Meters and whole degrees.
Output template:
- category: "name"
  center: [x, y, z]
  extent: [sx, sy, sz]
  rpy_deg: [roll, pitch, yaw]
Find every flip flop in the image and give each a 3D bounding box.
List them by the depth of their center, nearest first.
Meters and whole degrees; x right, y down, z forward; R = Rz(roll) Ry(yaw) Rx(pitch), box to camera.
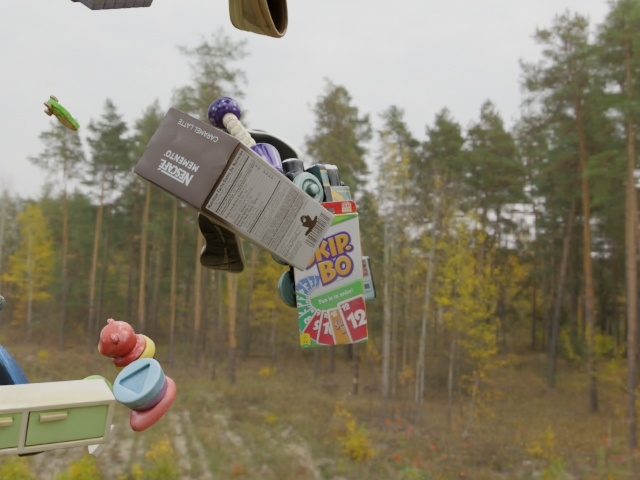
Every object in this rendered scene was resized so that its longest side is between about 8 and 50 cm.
- category: "flip flop"
  center: [-0.229, -0.009, 1.723]
  extent: [0.112, 0.080, 0.277]
  rpy_deg: [9, -36, 6]

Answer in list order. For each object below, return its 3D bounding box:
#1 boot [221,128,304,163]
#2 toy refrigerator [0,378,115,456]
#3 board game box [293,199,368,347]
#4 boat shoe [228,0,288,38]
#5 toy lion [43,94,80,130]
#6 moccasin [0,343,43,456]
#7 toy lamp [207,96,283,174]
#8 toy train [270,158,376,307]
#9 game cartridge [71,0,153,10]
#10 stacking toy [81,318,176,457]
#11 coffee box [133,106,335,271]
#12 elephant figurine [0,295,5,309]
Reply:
- category: "boot"
  center: [-0.126, -0.249, 1.981]
  extent: [0.244, 0.088, 0.176]
  rpy_deg: [23, 15, 21]
- category: "toy refrigerator"
  center: [-0.535, 0.335, 1.389]
  extent: [0.270, 0.102, 0.094]
  rpy_deg: [4, 18, -35]
- category: "board game box"
  center: [0.014, 0.060, 1.333]
  extent: [0.124, 0.259, 0.039]
  rpy_deg: [-5, 2, -3]
- category: "boat shoe"
  center: [-0.104, -0.527, 1.323]
  extent: [0.110, 0.121, 0.341]
  rpy_deg: [24, -37, 20]
- category: "toy lion"
  center: [-0.656, -0.318, 1.878]
  extent: [0.096, 0.034, 0.100]
  rpy_deg: [38, -18, -10]
- category: "moccasin"
  center: [-0.823, 0.439, 1.956]
  extent: [0.117, 0.341, 0.138]
  rpy_deg: [-23, 16, -12]
- category: "toy lamp"
  center: [-0.142, -0.183, 1.394]
  extent: [0.080, 0.080, 0.274]
  rpy_deg: [6, 29, -32]
- category: "toy train"
  center: [0.000, 0.000, 1.468]
  extent: [0.142, 0.333, 0.190]
  rpy_deg: [-19, -10, 42]
- category: "game cartridge"
  center: [-0.633, -0.695, 1.891]
  extent: [0.355, 0.068, 0.230]
  rpy_deg: [35, 35, 14]
- category: "stacking toy"
  center: [-0.533, 0.359, 1.861]
  extent: [0.309, 0.280, 0.130]
  rpy_deg: [39, -17, 48]
- category: "coffee box"
  center: [-0.107, -0.062, 0.987]
  extent: [0.141, 0.098, 0.246]
  rpy_deg: [27, -5, 36]
- category: "elephant figurine"
  center: [-0.655, 0.103, 1.308]
  extent: [0.170, 0.239, 0.186]
  rpy_deg: [17, 47, 38]
